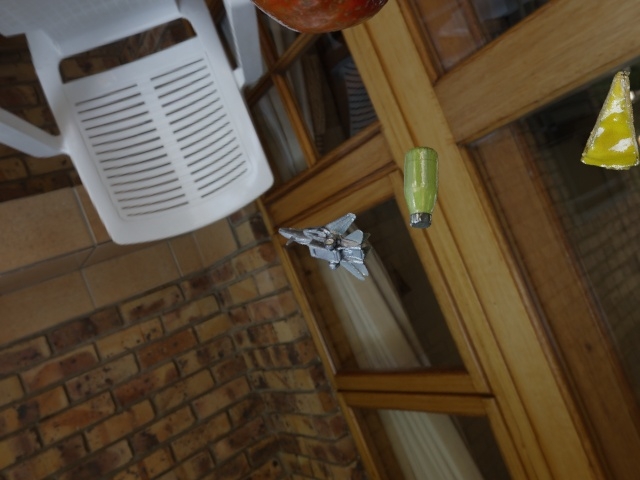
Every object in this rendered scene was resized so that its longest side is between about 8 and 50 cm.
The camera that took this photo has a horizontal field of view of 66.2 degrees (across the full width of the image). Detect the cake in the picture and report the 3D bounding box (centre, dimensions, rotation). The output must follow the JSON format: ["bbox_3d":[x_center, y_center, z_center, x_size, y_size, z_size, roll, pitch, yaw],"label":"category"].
[{"bbox_3d":[0.576,-0.213,0.926,0.079,0.116,0.185,-41,150,-55],"label":"cake"}]

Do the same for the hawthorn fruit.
[{"bbox_3d":[-0.020,-0.653,1.102,0.402,0.403,0.403,-22,179,-1],"label":"hawthorn fruit"}]

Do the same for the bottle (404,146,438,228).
[{"bbox_3d":[0.329,-0.170,1.608,0.111,0.261,0.112,4,164,1],"label":"bottle"}]

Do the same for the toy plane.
[{"bbox_3d":[-0.005,0.007,1.244,0.267,0.212,0.088,10,-138,25],"label":"toy plane"}]
